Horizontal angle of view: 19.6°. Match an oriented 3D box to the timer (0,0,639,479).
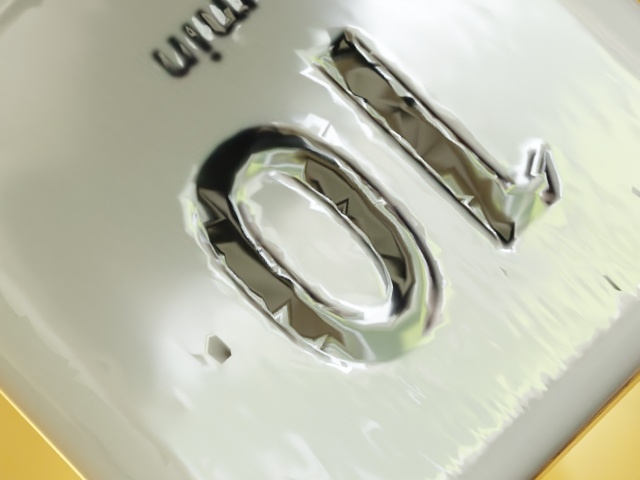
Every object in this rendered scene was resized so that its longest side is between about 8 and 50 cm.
[{"bbox_3d":[0.000,0.000,0.558,0.192,0.195,0.194,-44,-11,-7],"label":"timer"}]
